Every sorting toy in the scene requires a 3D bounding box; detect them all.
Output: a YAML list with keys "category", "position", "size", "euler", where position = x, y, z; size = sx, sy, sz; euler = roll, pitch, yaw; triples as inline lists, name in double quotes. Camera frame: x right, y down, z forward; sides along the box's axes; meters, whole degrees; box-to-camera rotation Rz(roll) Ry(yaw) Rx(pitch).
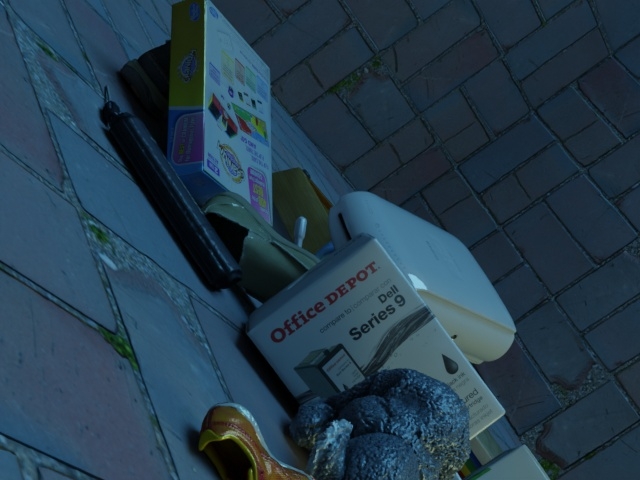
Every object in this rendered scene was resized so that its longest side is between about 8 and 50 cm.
- category: "sorting toy"
  position: [0.356, 0.503, 2.136]
  size: [0.255, 0.089, 0.257]
  euler: [55, 7, 3]

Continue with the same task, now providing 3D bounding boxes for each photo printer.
- category: "photo printer"
  position: [0.152, 0.055, 1.658]
  size: [0.308, 0.107, 0.256]
  euler: [25, 28, -40]

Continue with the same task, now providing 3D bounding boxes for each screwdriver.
- category: "screwdriver"
  position: [-0.300, -0.202, 1.482]
  size: [0.024, 0.025, 0.170]
  euler: [51, 9, -27]

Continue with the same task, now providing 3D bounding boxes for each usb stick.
- category: "usb stick"
  position: [-0.194, -0.053, 1.387]
  size: [0.278, 0.045, 0.077]
  euler: [55, 8, 10]

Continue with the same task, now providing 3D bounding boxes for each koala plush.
- category: "koala plush"
  position: [0.063, 0.254, 1.158]
  size: [0.196, 0.203, 0.221]
  euler: [54, 19, 3]

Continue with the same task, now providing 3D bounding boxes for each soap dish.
- category: "soap dish"
  position: [0.000, 0.000, 2.071]
  size: [0.229, 0.118, 0.291]
  euler: [47, 9, -41]

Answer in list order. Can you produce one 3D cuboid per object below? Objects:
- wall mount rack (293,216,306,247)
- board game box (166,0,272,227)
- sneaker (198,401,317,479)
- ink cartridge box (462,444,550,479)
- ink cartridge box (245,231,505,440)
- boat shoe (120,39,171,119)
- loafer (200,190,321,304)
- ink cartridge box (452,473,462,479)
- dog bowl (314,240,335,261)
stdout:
- category: "wall mount rack"
  position: [0.036, 0.141, 1.637]
  size: [0.304, 0.130, 0.350]
  euler: [55, 6, 31]
- category: "board game box"
  position: [-0.158, -0.197, 1.669]
  size: [0.242, 0.064, 0.316]
  euler: [43, 41, -58]
- category: "sneaker"
  position: [-0.057, 0.232, 0.981]
  size: [0.175, 0.064, 0.067]
  euler: [46, 30, -18]
- category: "ink cartridge box"
  position: [0.288, 0.419, 1.717]
  size: [0.086, 0.153, 0.208]
  euler: [56, -6, 13]
- category: "ink cartridge box"
  position: [0.065, 0.164, 1.352]
  size: [0.289, 0.211, 0.121]
  euler: [53, -1, -5]
- category: "boat shoe"
  position: [-0.232, -0.278, 1.827]
  size: [0.132, 0.130, 0.355]
  euler: [54, 8, 0]
- category: "loafer"
  position: [-0.084, 0.037, 1.461]
  size: [0.268, 0.102, 0.092]
  euler: [40, 31, 19]
- category: "ink cartridge box"
  position: [0.210, 0.460, 1.565]
  size: [0.275, 0.060, 0.239]
  euler: [58, -16, 29]
- category: "dog bowl"
  position: [0.093, 0.116, 1.825]
  size: [0.297, 0.166, 0.074]
  euler: [38, 12, 14]
